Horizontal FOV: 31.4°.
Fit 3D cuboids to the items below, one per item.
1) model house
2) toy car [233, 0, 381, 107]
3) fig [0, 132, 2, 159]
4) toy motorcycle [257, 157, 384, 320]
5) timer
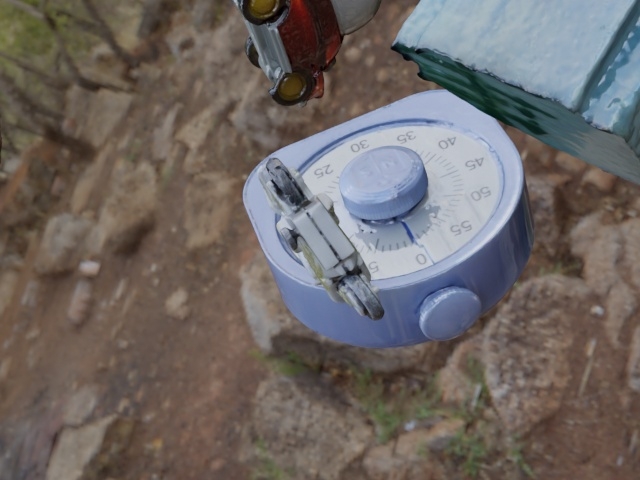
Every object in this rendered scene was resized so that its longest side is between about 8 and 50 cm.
[{"bbox_3d":[0.293,-0.267,1.190,0.295,0.251,0.329,30,95,34],"label":"model house"},{"bbox_3d":[-0.008,-0.175,0.809,0.112,0.139,0.112,-26,41,-5],"label":"toy car"},{"bbox_3d":[-0.262,-0.073,0.709,0.146,0.134,0.201,-33,26,6],"label":"fig"},{"bbox_3d":[0.000,0.000,1.349,0.074,0.229,0.151,-37,1,-4],"label":"toy motorcycle"},{"bbox_3d":[0.103,-0.026,1.521,0.395,0.395,0.173,-98,-8,-46],"label":"timer"}]
